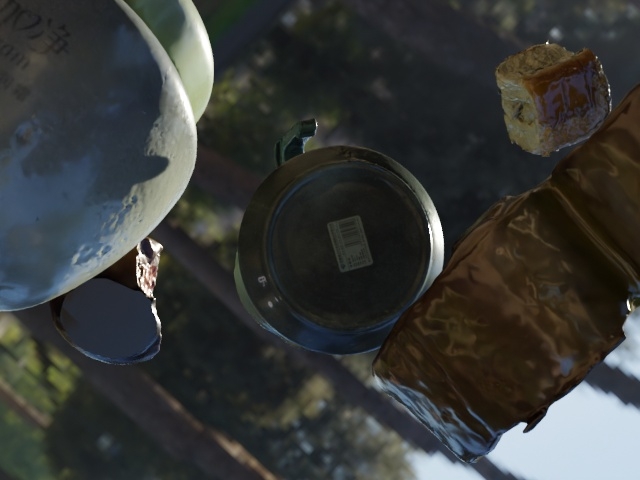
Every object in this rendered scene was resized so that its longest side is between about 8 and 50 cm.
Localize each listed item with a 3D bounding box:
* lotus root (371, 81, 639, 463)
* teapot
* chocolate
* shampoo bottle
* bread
[{"bbox_3d":[0.208,-0.020,1.067,0.390,0.111,0.375,-45,169,11],"label":"lotus root"},{"bbox_3d":[0.000,0.000,1.467,0.171,0.203,0.225,-9,176,-11],"label":"teapot"},{"bbox_3d":[-0.197,0.053,1.664,0.124,0.127,0.133,-52,-176,9],"label":"chocolate"},{"bbox_3d":[-0.271,-0.111,1.491,0.317,0.322,0.322,-54,-174,-31],"label":"shampoo bottle"},{"bbox_3d":[0.197,-0.122,1.453,0.070,0.083,0.076,-32,-145,-23],"label":"bread"}]
